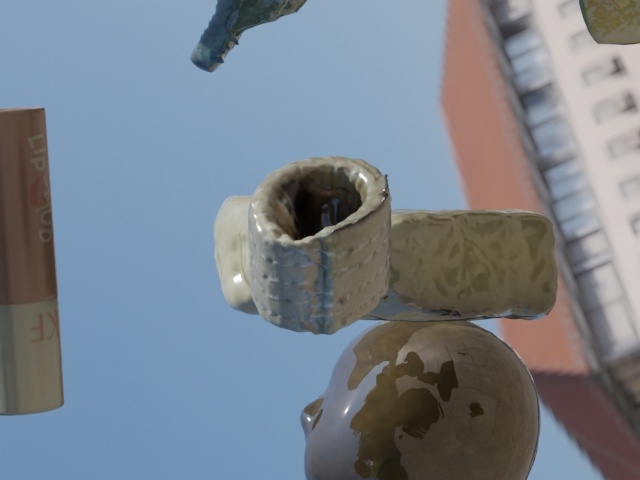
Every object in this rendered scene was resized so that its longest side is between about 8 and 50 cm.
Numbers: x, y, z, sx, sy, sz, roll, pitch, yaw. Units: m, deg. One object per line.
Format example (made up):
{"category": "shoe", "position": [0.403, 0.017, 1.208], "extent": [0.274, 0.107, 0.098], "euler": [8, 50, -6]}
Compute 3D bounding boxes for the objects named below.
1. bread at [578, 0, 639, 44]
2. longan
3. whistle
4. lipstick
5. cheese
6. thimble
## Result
{"category": "bread", "position": [0.348, -0.339, 1.753], "extent": [0.167, 0.163, 0.264], "euler": [55, -135, -46]}
{"category": "longan", "position": [0.117, 0.234, 2.114], "extent": [0.297, 0.297, 0.297], "euler": [55, -160, -31]}
{"category": "whistle", "position": [-0.035, -0.314, 1.854], "extent": [0.189, 0.348, 0.189], "euler": [36, -154, -21]}
{"category": "lipstick", "position": [-0.258, 0.016, 1.509], "extent": [0.070, 0.070, 0.254], "euler": [-25, -67, -73]}
{"category": "cheese", "position": [0.060, 0.017, 1.689], "extent": [0.318, 0.326, 0.115], "euler": [6, -96, -78]}
{"category": "thimble", "position": [0.000, 0.000, 1.272], "extent": [0.115, 0.102, 0.090], "euler": [-77, -10, -54]}
